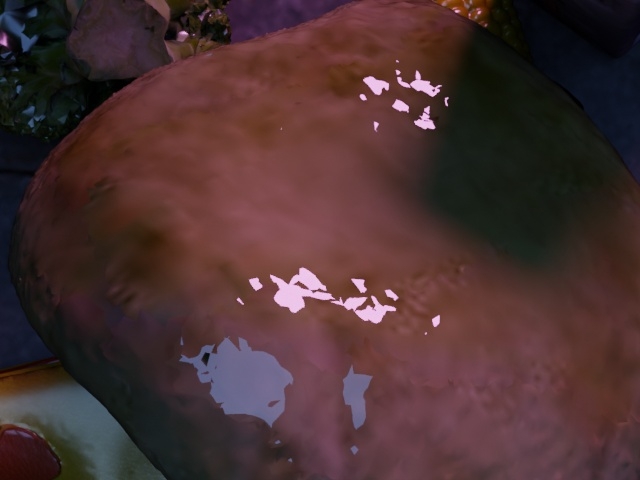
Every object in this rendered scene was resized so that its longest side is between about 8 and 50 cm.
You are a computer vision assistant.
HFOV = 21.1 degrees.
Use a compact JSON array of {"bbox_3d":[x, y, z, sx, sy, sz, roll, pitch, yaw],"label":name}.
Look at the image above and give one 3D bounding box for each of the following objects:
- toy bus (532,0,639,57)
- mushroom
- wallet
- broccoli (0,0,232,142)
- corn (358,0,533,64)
[{"bbox_3d":[0.138,-0.158,0.718,0.109,0.329,0.136,39,97,6],"label":"toy bus"},{"bbox_3d":[0.008,-0.003,0.706,0.217,0.212,0.292,-47,51,7],"label":"mushroom"},{"bbox_3d":[-0.093,0.116,0.829,0.241,0.067,0.141,-13,86,0],"label":"wallet"},{"bbox_3d":[-0.109,-0.119,0.826,0.145,0.138,0.162,-24,123,-5],"label":"broccoli"},{"bbox_3d":[0.080,-0.036,0.831,0.080,0.080,0.231,-17,84,0],"label":"corn"}]
